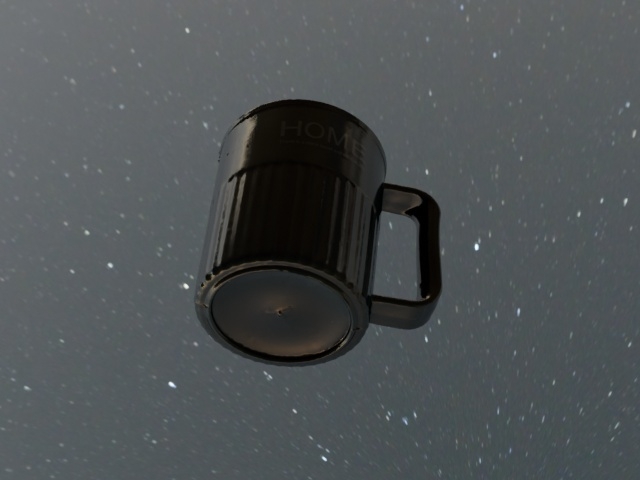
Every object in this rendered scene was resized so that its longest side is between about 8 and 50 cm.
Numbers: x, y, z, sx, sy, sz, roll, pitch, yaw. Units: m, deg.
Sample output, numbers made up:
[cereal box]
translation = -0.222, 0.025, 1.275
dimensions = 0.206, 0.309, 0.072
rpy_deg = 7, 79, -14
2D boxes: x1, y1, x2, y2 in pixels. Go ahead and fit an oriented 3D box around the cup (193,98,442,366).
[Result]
[cup]
translation = -0.014, 0.008, 1.293
dimensions = 0.242, 0.308, 0.292
rpy_deg = -39, -151, 37
